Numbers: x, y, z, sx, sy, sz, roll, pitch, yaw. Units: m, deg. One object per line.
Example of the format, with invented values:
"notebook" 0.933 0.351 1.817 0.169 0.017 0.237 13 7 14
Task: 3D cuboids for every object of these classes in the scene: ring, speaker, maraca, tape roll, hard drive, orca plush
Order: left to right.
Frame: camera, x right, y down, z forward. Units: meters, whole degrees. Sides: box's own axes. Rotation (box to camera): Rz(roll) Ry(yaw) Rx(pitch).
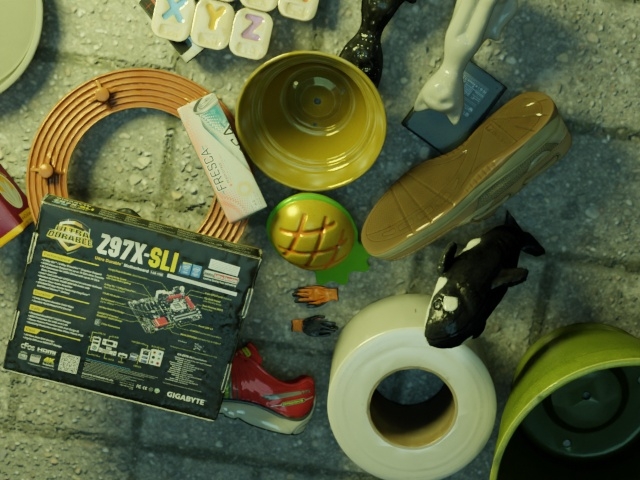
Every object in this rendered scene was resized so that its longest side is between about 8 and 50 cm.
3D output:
"ring" -0.264 -0.087 1.726 0.336 0.032 0.337 0 91 -5
"speaker" -0.216 -0.326 1.693 0.055 0.055 0.136 -37 100 11
"maraca" 0.000 0.000 1.748 0.127 0.099 0.185 -30 125 22
"tape roll" 0.134 0.219 1.759 0.246 0.169 0.246 1 105 3
"hard drive" 0.196 -0.198 1.724 0.094 0.022 0.135 35 103 -7
"orca plush" 0.256 0.060 1.655 0.102 0.287 0.151 2 109 38

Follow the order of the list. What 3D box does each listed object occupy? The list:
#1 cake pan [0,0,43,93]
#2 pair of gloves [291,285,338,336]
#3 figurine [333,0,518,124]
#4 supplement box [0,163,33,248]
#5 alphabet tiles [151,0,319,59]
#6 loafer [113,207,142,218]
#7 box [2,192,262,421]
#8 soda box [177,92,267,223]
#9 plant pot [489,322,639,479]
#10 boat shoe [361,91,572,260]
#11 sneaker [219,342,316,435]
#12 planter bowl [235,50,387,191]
"cake pan" -0.541 -0.341 1.703 0.293 0.054 0.293 1 105 2
"pair of gloves" -0.008 0.110 1.818 0.074 0.010 0.083 2 105 2
"figurine" 0.143 -0.288 1.665 0.215 0.092 0.209 26 113 8
"supplement box" -0.515 -0.078 1.743 0.081 0.104 0.188 -35 100 10
"alphabet tiles" -0.131 -0.407 1.655 0.284 0.021 0.278 13 95 -8
"loafer" -0.272 0.060 1.781 0.076 0.078 0.223 -14 103 5
"box" -0.269 0.098 1.688 0.322 0.079 0.257 14 99 -6
"soda box" -0.141 -0.117 1.691 0.063 0.058 0.183 -25 94 -4
"plant pot" 0.407 0.278 1.667 0.366 0.353 0.367 1 105 2
"boat shoe" 0.217 -0.070 1.702 0.341 0.122 0.110 -36 132 8
"sneaker" -0.141 0.211 1.819 0.279 0.107 0.118 18 86 -6
"planter bowl" -0.008 -0.186 1.690 0.217 0.090 0.217 4 120 6
